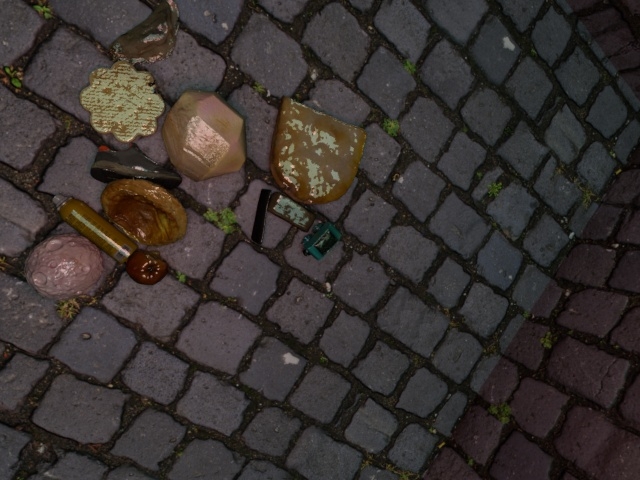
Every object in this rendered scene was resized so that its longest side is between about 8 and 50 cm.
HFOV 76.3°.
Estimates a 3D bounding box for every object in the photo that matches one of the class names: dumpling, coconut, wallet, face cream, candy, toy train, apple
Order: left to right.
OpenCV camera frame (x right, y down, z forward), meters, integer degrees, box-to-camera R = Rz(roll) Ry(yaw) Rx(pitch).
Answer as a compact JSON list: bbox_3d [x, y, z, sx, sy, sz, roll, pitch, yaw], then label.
[{"bbox_3d":[-0.900,-0.053,1.621,0.349,0.105,0.105,44,83,-19],"label":"face cream"},{"bbox_3d":[-0.715,0.115,1.679,0.147,0.158,0.156,-48,113,-5],"label":"apple"},{"bbox_3d":[-0.662,-0.800,1.607,0.332,0.086,0.166,-44,106,-3],"label":"dumpling"},{"bbox_3d":[-0.449,-0.403,1.615,0.353,0.352,0.352,-3,99,-18],"label":"coconut"},{"bbox_3d":[-0.264,-0.109,1.815,0.025,0.124,0.244,10,94,-27],"label":"wallet"},{"bbox_3d":[-0.134,-0.131,1.867,0.234,0.102,0.104,30,88,-18],"label":"candy"},{"bbox_3d":[0.000,0.000,1.904,0.198,0.154,0.107,-47,112,-8],"label":"toy train"}]

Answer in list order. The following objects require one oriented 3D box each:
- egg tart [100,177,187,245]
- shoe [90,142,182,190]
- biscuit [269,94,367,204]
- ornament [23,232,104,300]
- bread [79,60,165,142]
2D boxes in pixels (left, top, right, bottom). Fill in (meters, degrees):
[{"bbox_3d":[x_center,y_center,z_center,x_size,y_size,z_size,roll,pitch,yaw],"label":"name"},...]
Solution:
[{"bbox_3d":[-0.680,-0.127,1.619,0.352,0.150,0.352,4,137,4],"label":"egg tart"},{"bbox_3d":[-0.733,-0.305,1.642,0.337,0.132,0.171,7,65,-36],"label":"shoe"},{"bbox_3d":[-0.018,-0.384,1.870,0.430,0.104,0.446,11,92,-19],"label":"biscuit"},{"bbox_3d":[-0.958,0.105,1.541,0.225,0.259,0.259,45,83,-5],"label":"ornament"},{"bbox_3d":[-0.776,-0.544,1.618,0.316,0.054,0.316,-3,98,-19],"label":"bread"}]
